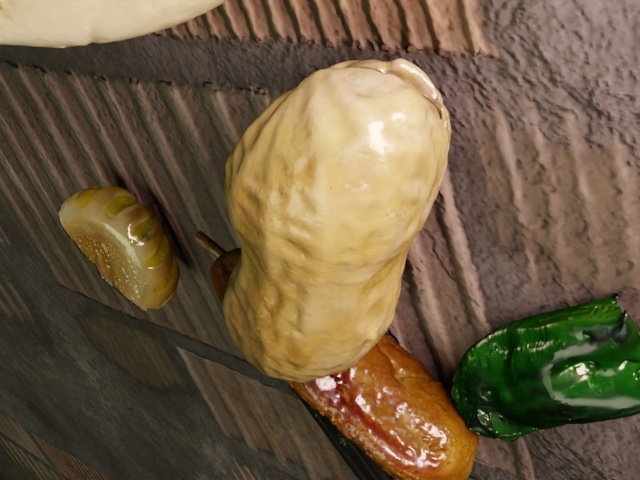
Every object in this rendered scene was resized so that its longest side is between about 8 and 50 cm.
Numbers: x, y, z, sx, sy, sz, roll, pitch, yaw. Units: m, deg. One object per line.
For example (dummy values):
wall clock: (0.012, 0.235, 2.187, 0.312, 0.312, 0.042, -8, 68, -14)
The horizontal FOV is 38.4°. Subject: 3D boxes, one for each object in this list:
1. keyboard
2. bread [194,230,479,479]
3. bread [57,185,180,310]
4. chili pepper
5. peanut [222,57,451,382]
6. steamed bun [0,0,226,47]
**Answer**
keyboard: (0.026, 0.226, 1.061, 0.061, 0.013, 0.204, -9, 120, 55)
bread: (0.006, 0.094, 0.848, 0.344, 0.084, 0.124, 41, -170, 18)
bread: (-0.215, -0.006, 1.017, 0.157, 0.083, 0.094, 40, 147, 7)
chili pepper: (0.169, 0.103, 0.690, 0.098, 0.061, 0.224, 52, 152, 3)
peanut: (0.000, 0.000, 0.674, 0.149, 0.149, 0.313, 34, 142, 20)
steamed bun: (-0.112, -0.245, 0.481, 0.272, 0.274, 0.290, 22, 149, 10)
